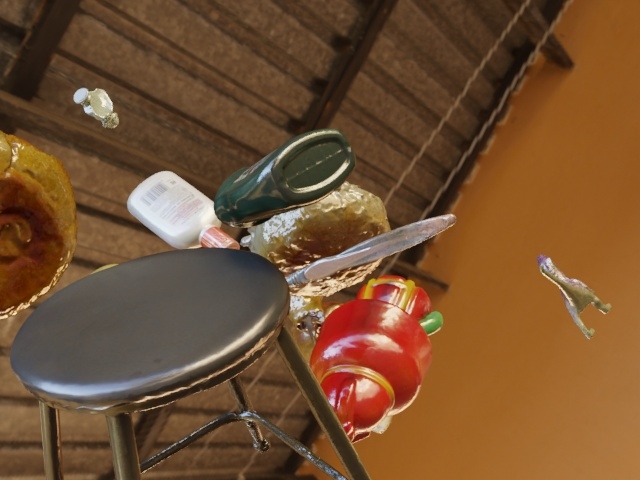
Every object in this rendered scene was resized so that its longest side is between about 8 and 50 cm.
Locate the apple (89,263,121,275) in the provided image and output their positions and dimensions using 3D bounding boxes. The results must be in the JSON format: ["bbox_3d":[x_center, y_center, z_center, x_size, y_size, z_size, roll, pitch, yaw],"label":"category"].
[{"bbox_3d":[-0.437,0.227,1.843,0.319,0.319,0.277,2,-56,-51],"label":"apple"}]

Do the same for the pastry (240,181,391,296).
[{"bbox_3d":[0.000,0.000,1.726,0.329,0.136,0.330,-11,-35,-8],"label":"pastry"}]

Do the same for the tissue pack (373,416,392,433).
[{"bbox_3d":[0.134,0.320,1.782,0.148,0.092,0.196,94,-167,-73],"label":"tissue pack"}]

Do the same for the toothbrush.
[{"bbox_3d":[0.010,0.034,1.049,0.037,0.375,0.028,-23,-89,-59],"label":"toothbrush"}]

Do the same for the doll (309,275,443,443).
[{"bbox_3d":[0.077,0.180,1.237,0.363,0.182,0.160,-61,-27,-52],"label":"doll"}]

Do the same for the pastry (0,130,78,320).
[{"bbox_3d":[-0.584,-0.027,1.389,0.356,0.163,0.356,-18,-67,-48],"label":"pastry"}]

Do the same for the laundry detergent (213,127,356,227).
[{"bbox_3d":[-0.057,-0.066,0.975,0.144,0.221,0.078,-33,-83,-30],"label":"laundry detergent"}]

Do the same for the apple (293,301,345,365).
[{"bbox_3d":[0.026,0.266,2.268,0.196,0.196,0.196,-30,-43,-33],"label":"apple"}]

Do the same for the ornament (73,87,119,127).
[{"bbox_3d":[-0.380,-0.228,1.380,0.041,0.068,0.092,-23,-58,16],"label":"ornament"}]

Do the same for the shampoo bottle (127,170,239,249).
[{"bbox_3d":[-0.225,-0.035,1.355,0.108,0.221,0.051,-41,-31,-24],"label":"shampoo bottle"}]

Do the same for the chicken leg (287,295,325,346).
[{"bbox_3d":[-0.099,0.162,2.116,0.295,0.409,0.182,4,-62,-23],"label":"chicken leg"}]

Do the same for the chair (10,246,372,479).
[{"bbox_3d":[-0.151,0.248,0.955,0.364,0.362,0.410,-25,-61,-30],"label":"chair"}]

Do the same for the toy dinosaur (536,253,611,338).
[{"bbox_3d":[0.519,0.110,1.684,0.072,0.200,0.251,-45,-4,24],"label":"toy dinosaur"}]
